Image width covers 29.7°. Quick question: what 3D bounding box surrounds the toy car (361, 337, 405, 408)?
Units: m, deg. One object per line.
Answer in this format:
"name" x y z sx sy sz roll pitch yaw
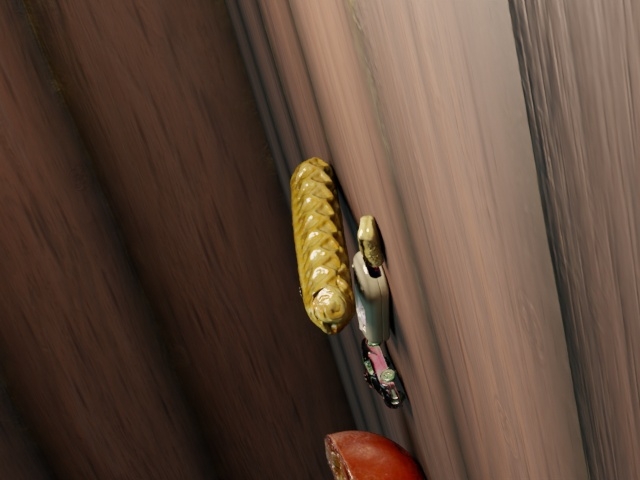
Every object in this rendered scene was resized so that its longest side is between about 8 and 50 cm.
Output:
"toy car" 0.098 0.218 1.985 0.142 0.055 0.069 -112 1 -49

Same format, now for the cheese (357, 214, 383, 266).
"cheese" 0.065 0.001 1.589 0.083 0.030 0.044 68 -159 -58

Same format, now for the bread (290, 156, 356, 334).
"bread" 0.001 -0.001 1.774 0.367 0.077 0.084 -99 -8 -52

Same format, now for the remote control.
"remote control" 0.073 0.085 1.764 0.221 0.042 0.078 81 170 -62

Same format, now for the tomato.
"tomato" 0.130 0.479 2.174 0.338 0.143 0.338 157 90 -83
